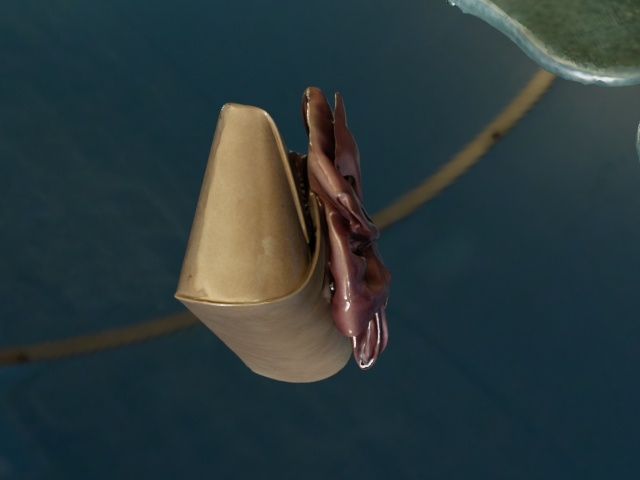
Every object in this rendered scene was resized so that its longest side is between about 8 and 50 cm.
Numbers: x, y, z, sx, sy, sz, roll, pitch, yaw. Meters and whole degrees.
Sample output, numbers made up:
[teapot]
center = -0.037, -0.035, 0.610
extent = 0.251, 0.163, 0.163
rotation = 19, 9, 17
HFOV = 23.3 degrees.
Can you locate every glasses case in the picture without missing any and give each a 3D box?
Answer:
[glasses case]
center = 0.000, 0.000, 0.651
extent = 0.070, 0.193, 0.102
rotation = 11, -102, 9

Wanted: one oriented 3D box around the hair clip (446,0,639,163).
[hair clip]
center = 0.304, -0.177, 0.897
extent = 0.392, 0.238, 0.318
rotation = -5, -129, -20
